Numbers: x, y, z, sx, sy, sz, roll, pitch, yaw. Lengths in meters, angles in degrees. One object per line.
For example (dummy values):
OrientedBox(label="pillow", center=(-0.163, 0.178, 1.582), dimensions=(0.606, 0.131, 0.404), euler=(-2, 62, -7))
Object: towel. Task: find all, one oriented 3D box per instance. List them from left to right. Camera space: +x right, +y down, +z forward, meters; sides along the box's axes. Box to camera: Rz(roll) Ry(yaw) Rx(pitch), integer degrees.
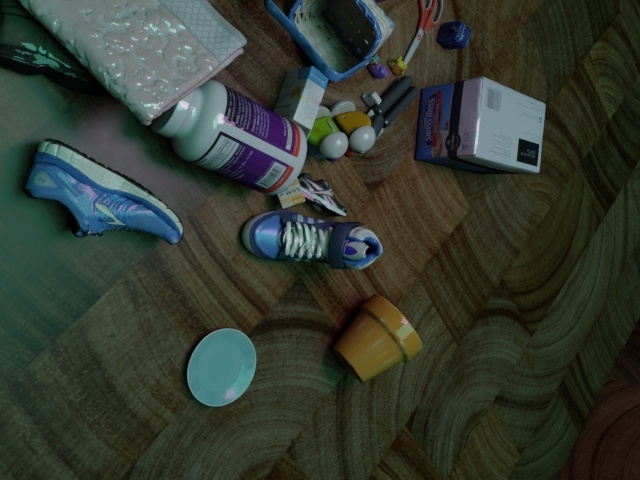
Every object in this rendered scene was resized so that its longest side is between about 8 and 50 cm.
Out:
OrientedBox(label="towel", center=(-0.346, -0.420, 1.124), dimensions=(0.332, 0.053, 0.317), euler=(45, 54, -6))

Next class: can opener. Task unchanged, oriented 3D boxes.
OrientedBox(label="can opener", center=(0.190, -0.354, 1.651), dimensions=(0.283, 0.095, 0.076), euler=(-48, 122, -18))

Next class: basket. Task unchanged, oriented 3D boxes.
OrientedBox(label="basket", center=(0.029, -0.503, 1.405), dimensions=(0.255, 0.201, 0.289), euler=(52, 40, 4))

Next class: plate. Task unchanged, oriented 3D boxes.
OrientedBox(label="plate", center=(-0.238, 0.302, 1.412), dimensions=(0.188, 0.024, 0.188), euler=(-5, 98, -38))

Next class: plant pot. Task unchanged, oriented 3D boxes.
OrientedBox(label="plant pot", center=(0.144, 0.285, 1.628), dimensions=(0.188, 0.205, 0.205), euler=(-38, 118, -13))

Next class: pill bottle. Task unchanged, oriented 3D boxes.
OrientedBox(label="pill bottle", center=(-0.197, -0.231, 1.291), dimensions=(0.323, 0.181, 0.182), euler=(22, 80, -38))

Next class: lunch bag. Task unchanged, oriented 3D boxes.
OrientedBox(label="lunch bag", center=(0.410, -0.631, 1.803), dimensions=(0.065, 0.098, 0.067), euler=(19, 87, -36))

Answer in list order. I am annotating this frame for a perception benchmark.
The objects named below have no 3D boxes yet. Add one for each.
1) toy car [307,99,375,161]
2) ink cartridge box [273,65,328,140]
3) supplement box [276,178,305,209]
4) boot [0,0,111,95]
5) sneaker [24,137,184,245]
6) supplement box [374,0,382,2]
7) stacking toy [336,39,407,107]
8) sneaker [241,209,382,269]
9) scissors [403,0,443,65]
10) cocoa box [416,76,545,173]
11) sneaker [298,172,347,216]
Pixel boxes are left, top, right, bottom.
OrientedBox(label="toy car", center=(0.042, -0.267, 1.522), dimensions=(0.182, 0.159, 0.136), euler=(-17, 148, -23))
OrientedBox(label="ink cartridge box", center=(-0.059, -0.328, 1.444), dimensions=(0.061, 0.104, 0.181), euler=(25, 79, -38))
OrientedBox(label="supplement box", center=(-0.083, -0.132, 1.457), dimensions=(0.062, 0.036, 0.098), euler=(-20, 89, -8))
OrientedBox(label="boot", center=(-0.481, -0.380, 1.113), dimensions=(0.246, 0.083, 0.161), euler=(13, 80, -41))
OrientedBox(label="sneaker", center=(-0.427, -0.065, 1.176), dimensions=(0.330, 0.130, 0.147), euler=(31, 89, -34))
OrientedBox(label="supplement box", center=(0.154, -0.691, 1.499), dimensions=(0.114, 0.220, 0.111), euler=(25, 86, -34))
OrientedBox(label="stacking toy", center=(0.135, -0.502, 1.626), dimensions=(0.221, 0.052, 0.167), euler=(49, 64, -29))
OrientedBox(label="sneaker", center=(0.000, 0.001, 1.440), dimensions=(0.322, 0.236, 0.130), euler=(8, 89, -40))
OrientedBox(label="scissors", center=(0.308, -0.620, 1.770), dimensions=(0.109, 0.021, 0.297), euler=(21, 79, -40))
OrientedBox(label="cocoa box", center=(0.496, -0.338, 1.819), dimensions=(0.347, 0.228, 0.231), euler=(5, 91, -40))
OrientedBox(label="sneaker", center=(0.008, -0.120, 1.543), dimensions=(0.178, 0.072, 0.077), euler=(29, 75, -38))
